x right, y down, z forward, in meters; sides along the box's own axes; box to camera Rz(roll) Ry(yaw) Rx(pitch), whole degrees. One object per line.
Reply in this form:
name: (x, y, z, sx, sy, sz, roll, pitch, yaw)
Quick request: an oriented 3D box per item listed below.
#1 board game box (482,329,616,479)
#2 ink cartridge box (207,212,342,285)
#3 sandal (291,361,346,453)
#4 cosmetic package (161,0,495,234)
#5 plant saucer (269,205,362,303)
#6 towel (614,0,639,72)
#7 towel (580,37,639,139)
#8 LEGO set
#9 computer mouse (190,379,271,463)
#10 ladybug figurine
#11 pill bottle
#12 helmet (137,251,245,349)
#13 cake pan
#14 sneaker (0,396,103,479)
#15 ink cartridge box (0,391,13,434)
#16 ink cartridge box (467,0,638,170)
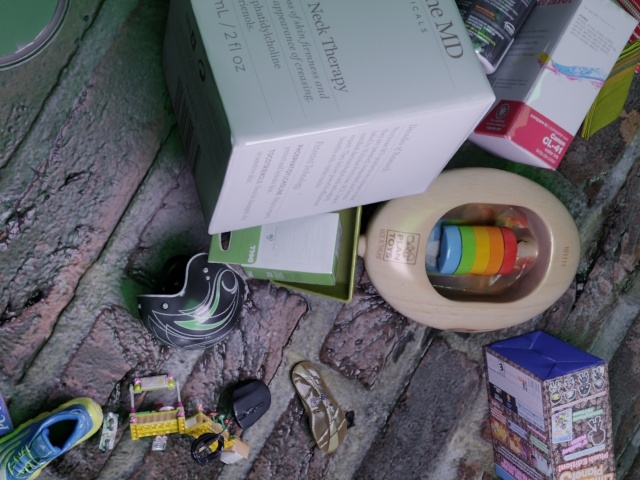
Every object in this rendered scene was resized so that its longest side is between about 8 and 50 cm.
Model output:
board game box: (0.446, 0.354, 1.923, 0.141, 0.232, 0.291, -13, 105, -17)
ink cartridge box: (-0.074, 0.007, 1.645, 0.209, 0.062, 0.109, 5, 69, 7)
sandal: (-0.006, 0.311, 1.853, 0.072, 0.049, 0.180, -26, 94, -19)
cosmetic package: (-0.011, -0.246, 1.528, 0.394, 0.327, 0.329, -13, 71, -18)
plant saucer: (0.000, 0.000, 1.737, 0.045, 0.188, 0.188, -7, 106, -51)
towel: (0.644, -0.490, 1.936, 0.199, 0.031, 0.275, 41, 85, -21)
towel: (0.555, -0.283, 1.865, 0.102, 0.021, 0.237, -30, 153, -12)
LEGO set: (-0.249, 0.313, 1.754, 0.287, 0.107, 0.132, 11, 131, -26)
computer mouse: (-0.149, 0.316, 1.724, 0.242, 0.041, 0.071, -43, 122, -55)
ladybug figurine: (0.263, 0.011, 1.825, 0.450, 0.162, 0.305, 6, 98, -21)
pill bottle: (0.320, -0.434, 1.774, 0.130, 0.130, 0.245, 33, 89, -22)
helmet: (-0.220, 0.108, 1.670, 0.169, 0.169, 0.161, 37, 71, -22)
cake pan: (-0.528, -0.406, 1.513, 0.293, 0.054, 0.293, -4, 101, -20)
sneaker: (-0.478, 0.339, 1.625, 0.240, 0.126, 0.091, -36, 86, -3)
ink cartridge box: (-0.588, 0.234, 1.622, 0.097, 0.046, 0.207, -20, 107, -14)
ink cartridge box: (0.398, -0.296, 1.779, 0.131, 0.226, 0.306, 31, 90, -21)
